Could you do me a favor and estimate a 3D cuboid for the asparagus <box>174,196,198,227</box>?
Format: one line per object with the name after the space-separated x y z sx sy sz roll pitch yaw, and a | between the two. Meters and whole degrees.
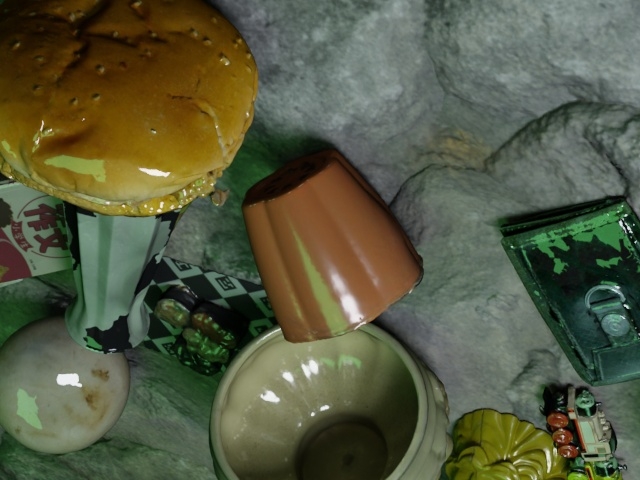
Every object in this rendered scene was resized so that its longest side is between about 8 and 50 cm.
-0.173 -0.053 1.765 0.248 0.025 0.024 -50 56 50 | asparagus

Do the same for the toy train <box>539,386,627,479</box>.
0.344 0.278 1.781 0.085 0.053 0.250 -7 128 24 | toy train

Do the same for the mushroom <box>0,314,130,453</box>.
-0.392 0.204 2.067 0.207 0.207 0.215 50 169 -22 | mushroom

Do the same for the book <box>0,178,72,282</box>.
-0.367 -0.020 1.833 0.232 0.022 0.162 -11 133 2 | book

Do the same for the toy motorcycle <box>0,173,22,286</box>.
-0.498 -0.016 1.930 0.340 0.108 0.223 -14 136 31 | toy motorcycle

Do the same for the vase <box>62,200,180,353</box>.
-0.254 -0.009 1.742 0.165 0.165 0.360 24 137 7 | vase

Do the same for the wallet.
0.318 0.062 1.569 0.160 0.055 0.236 -17 122 33 | wallet

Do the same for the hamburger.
-0.217 -0.155 1.474 0.314 0.290 0.170 23 143 6 | hamburger

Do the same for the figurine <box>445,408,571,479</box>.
0.203 0.398 1.782 0.168 0.315 0.187 9 137 23 | figurine

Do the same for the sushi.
-0.163 0.128 1.929 0.231 0.047 0.220 16 139 16 | sushi

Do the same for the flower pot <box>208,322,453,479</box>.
0.023 0.265 1.796 0.307 0.307 0.244 12 154 20 | flower pot

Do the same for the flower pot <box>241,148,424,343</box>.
0.000 0.000 1.605 0.190 0.190 0.173 -15 113 40 | flower pot
